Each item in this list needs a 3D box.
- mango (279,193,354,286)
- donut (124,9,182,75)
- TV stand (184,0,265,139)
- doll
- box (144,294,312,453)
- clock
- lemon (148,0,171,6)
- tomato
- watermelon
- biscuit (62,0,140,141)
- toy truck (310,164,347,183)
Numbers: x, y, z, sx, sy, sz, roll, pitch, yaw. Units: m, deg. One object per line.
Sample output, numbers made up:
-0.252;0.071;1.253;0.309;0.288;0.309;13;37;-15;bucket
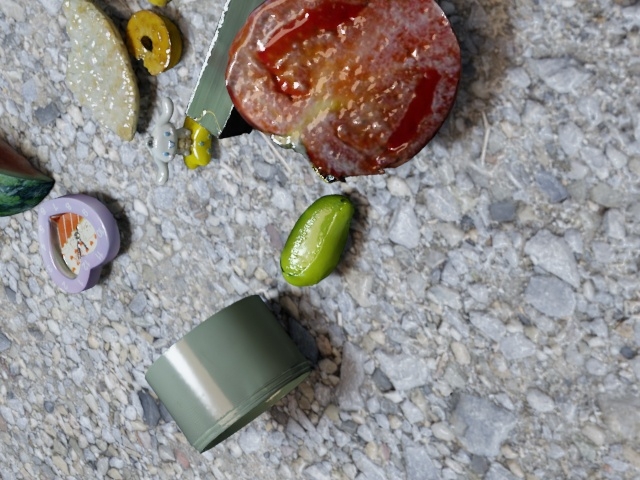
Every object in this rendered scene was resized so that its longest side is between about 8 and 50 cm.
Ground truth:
0.000;0.000;1.447;0.091;0.074;0.165;45;111;22;mango
-0.268;-0.325;1.548;0.108;0.043;0.097;46;124;16;donut
-0.108;-0.287;1.422;0.082;0.088;0.269;37;121;18;TV stand
-0.233;-0.168;1.529;0.071;0.113;0.135;26;139;47;doll
-0.144;0.212;1.508;0.149;0.226;0.226;53;125;10;box
-0.445;-0.010;1.745;0.172;0.064;0.198;49;124;12;clock
-0.250;-0.490;1.372;0.236;0.236;0.263;35;110;21;lemon
0.035;-0.243;1.293;0.309;0.170;0.309;1;113;2;tomato
-0.635;-0.123;1.792;0.202;0.207;0.136;37;95;38;watermelon
-0.376;-0.290;1.613;0.188;0.040;0.265;-11;101;48;biscuit
0.025;-0.125;1.406;0.054;0.049;0.083;44;122;17;toy truck
